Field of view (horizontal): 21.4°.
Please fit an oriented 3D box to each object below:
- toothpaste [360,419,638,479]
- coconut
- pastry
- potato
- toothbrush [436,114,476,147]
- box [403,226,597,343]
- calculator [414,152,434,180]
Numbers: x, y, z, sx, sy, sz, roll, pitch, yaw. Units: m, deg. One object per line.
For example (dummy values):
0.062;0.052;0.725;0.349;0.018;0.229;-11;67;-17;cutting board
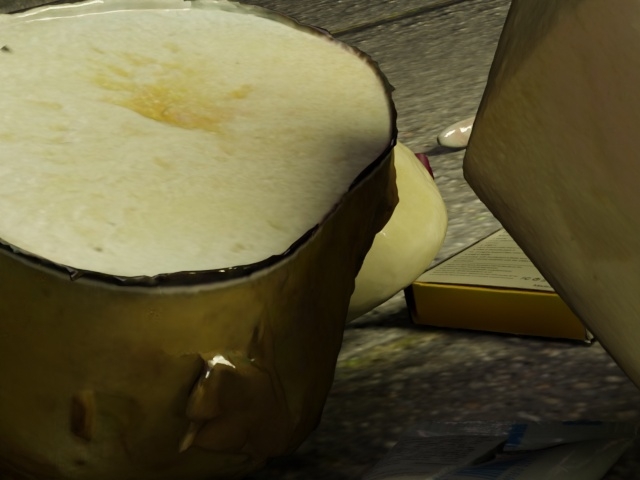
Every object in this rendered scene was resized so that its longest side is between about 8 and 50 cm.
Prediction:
0.045;0.121;0.681;0.114;0.073;0.299;-4;10;22;toothpaste
0.204;-0.064;0.715;0.329;0.328;0.329;-9;16;3;coconut
0.000;0.000;1.020;0.156;0.092;0.156;-37;11;9;pastry
-0.093;0.010;0.873;0.247;0.196;0.299;21;35;12;potato
0.229;-0.124;1.470;0.307;0.025;0.029;-17;9;-25;toothbrush
0.176;0.002;1.054;0.129;0.033;0.247;3;21;42;box
0.024;-0.035;1.277;0.127;0.034;0.190;-11;15;4;calculator
